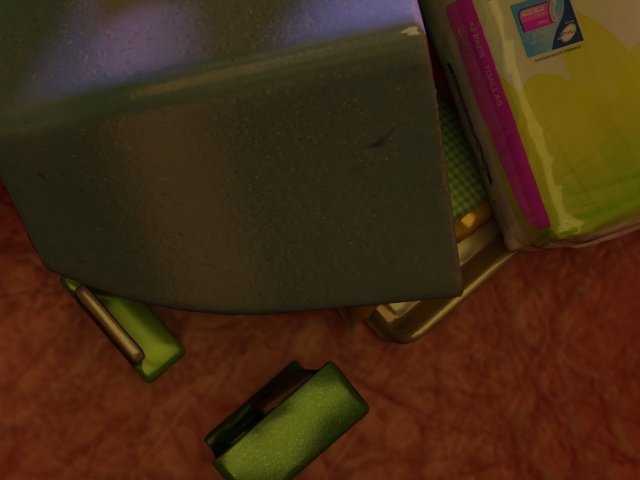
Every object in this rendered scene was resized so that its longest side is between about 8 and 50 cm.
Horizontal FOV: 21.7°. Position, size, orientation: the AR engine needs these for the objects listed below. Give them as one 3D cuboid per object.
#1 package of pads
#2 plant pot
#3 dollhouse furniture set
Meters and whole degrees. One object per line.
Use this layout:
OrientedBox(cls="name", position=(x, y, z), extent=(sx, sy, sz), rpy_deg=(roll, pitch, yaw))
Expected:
OrientedBox(cls="package of pads", position=(0.232, -0.130, 1.149), extent=(0.296, 0.101, 0.229), rpy_deg=(-19, 88, -21))
OrientedBox(cls="plant pot", position=(-0.070, -0.101, 0.999), extent=(0.252, 0.247, 0.248), rpy_deg=(-13, 53, 2))
OrientedBox(cls="dollhouse furniture set", position=(0.000, 0.000, 1.115), extent=(0.301, 0.151, 0.197), rpy_deg=(-41, 92, -8))
